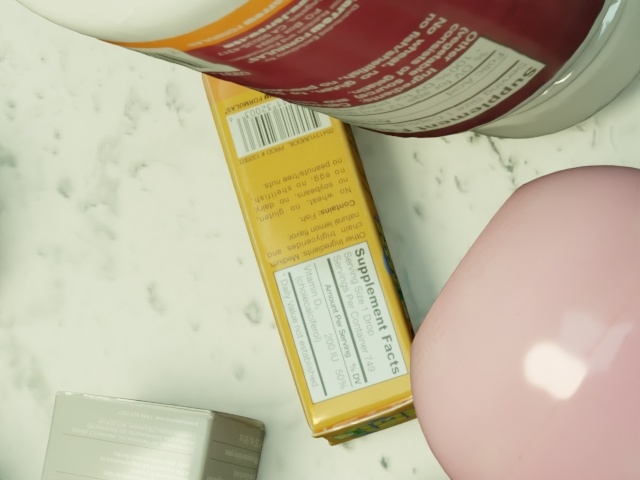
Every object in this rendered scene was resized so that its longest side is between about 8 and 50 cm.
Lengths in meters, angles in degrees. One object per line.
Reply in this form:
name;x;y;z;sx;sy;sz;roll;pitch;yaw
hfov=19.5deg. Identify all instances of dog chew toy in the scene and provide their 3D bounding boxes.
dog chew toy;0.214;0.107;0.987;0.332;0.206;0.206;34;89;8

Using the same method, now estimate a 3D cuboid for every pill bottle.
pill bottle;0.022;-0.175;0.952;0.224;0.392;0.224;-5;81;32

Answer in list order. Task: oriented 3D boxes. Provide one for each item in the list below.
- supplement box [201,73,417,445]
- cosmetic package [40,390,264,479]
supplement box;0.000;0.000;1.109;0.080;0.078;0.233;-17;77;6
cosmetic package;-0.110;0.212;1.070;0.107;0.127;0.238;5;83;13
